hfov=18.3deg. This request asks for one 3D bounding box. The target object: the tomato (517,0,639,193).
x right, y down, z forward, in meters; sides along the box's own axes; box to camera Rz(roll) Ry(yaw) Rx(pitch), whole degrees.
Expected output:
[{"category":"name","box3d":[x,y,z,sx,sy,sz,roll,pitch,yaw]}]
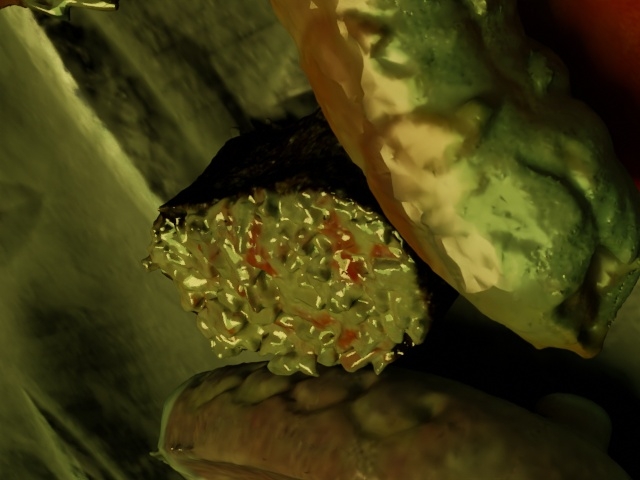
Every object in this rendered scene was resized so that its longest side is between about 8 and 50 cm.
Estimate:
[{"category":"tomato","box3d":[0.077,-0.105,0.519,0.195,0.136,0.195,30,143,26]}]

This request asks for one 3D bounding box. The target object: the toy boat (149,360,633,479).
[{"category":"toy boat","box3d":[0.040,0.092,0.822,0.227,0.085,0.155,4,149,50]}]

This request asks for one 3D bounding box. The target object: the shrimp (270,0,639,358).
[{"category":"shrimp","box3d":[0.052,-0.058,0.432,0.161,0.049,0.166,57,143,-2]}]

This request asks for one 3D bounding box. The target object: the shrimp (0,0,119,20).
[{"category":"shrimp","box3d":[-0.185,-0.136,0.845,0.294,0.062,0.154,22,152,35]}]

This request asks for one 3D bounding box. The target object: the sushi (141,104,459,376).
[{"category":"sushi","box3d":[0.000,0.000,0.764,0.150,0.078,0.090,-6,121,49]}]
